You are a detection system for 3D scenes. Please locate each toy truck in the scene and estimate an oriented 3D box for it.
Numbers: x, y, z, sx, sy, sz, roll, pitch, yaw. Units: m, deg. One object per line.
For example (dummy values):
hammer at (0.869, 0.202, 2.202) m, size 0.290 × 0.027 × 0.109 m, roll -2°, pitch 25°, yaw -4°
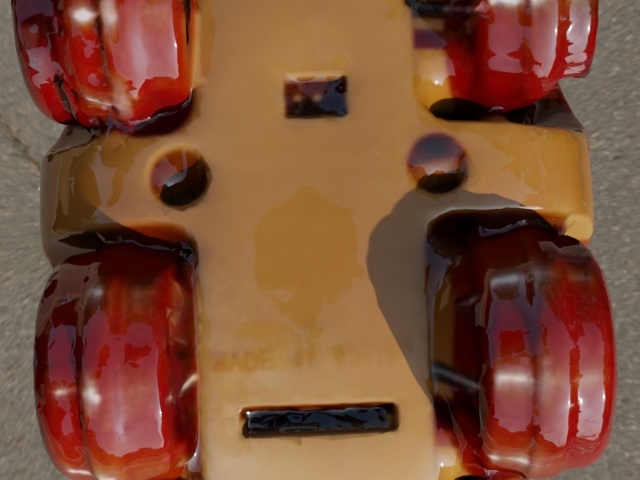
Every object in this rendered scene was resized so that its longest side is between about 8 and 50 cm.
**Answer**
toy truck at (0.000, 0.000, 0.436) m, size 0.189 × 0.239 × 0.265 m, roll -2°, pitch 83°, yaw 1°
